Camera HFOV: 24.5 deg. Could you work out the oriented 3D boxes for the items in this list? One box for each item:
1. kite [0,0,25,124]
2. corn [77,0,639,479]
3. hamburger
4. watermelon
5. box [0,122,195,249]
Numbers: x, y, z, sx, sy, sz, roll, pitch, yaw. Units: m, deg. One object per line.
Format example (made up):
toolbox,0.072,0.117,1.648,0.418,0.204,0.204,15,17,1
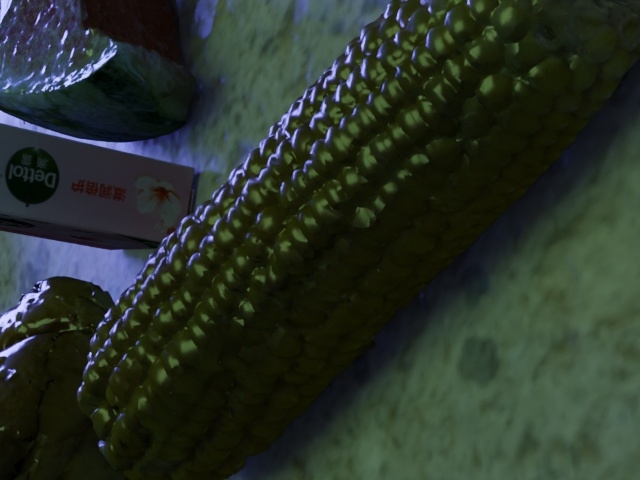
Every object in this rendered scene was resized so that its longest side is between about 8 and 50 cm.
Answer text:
kite,-0.177,-0.189,0.979,0.250,0.012,0.229,-9,75,55
corn,0.000,0.000,0.573,0.320,0.097,0.097,-45,44,37
hamburger,-0.156,0.127,0.732,0.183,0.130,0.206,-42,44,39
watermelon,-0.125,-0.115,0.802,0.121,0.098,0.158,-29,59,32
box,-0.139,-0.026,0.758,0.089,0.125,0.043,-4,77,58
